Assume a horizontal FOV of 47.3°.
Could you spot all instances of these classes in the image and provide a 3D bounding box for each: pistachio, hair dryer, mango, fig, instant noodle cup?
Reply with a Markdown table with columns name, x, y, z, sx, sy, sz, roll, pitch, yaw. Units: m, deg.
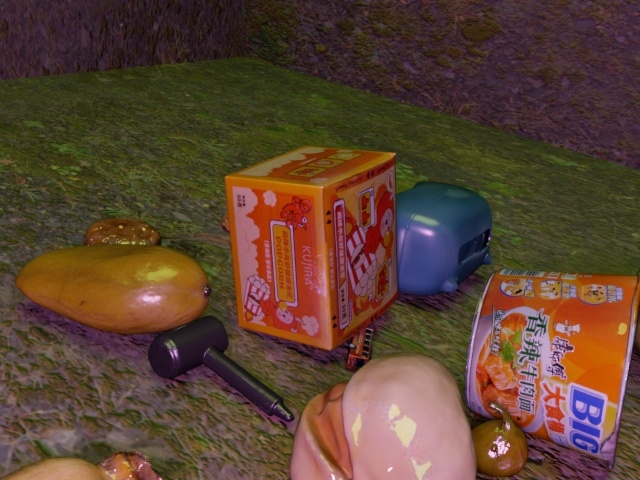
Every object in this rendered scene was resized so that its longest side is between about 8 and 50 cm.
| name | x | y | z | sx | sy | sz | roll | pitch | yaw |
| --- | --- | --- | --- | --- | --- | --- | --- | --- | --- |
| pistachio | 0.082 | 0.265 | 0.870 | 0.230 | 0.230 | 0.309 | 10 | 21 | 6 |
| hair dryer | -0.144 | 0.210 | 1.103 | 0.248 | 0.070 | 0.114 | 33 | 33 | 29 |
| mango | -0.336 | 0.073 | 1.237 | 0.331 | 0.142 | 0.195 | 10 | 17 | 24 |
| fig | 0.249 | 0.278 | 1.006 | 0.084 | 0.098 | 0.082 | 34 | 32 | 25 |
| instant noodle cup | 0.349 | 0.168 | 1.088 | 0.214 | 0.296 | 0.296 | 9 | 23 | 25 |

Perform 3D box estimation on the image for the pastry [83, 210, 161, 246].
| name | x | y | z | sx | sy | sz | roll | pitch | yaw |
| --- | --- | --- | --- | --- | --- | --- | --- | --- | --- |
| pastry | -0.390 | 0.007 | 1.439 | 0.153 | 0.081 | 0.153 | 10 | 32 | -7 |

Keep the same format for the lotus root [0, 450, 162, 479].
| name | x | y | z | sx | sy | sz | roll | pitch | yaw |
| --- | --- | --- | --- | --- | --- | --- | --- | --- | --- |
| lotus root | -0.306 | 0.310 | 0.731 | 0.303 | 0.131 | 0.146 | -20 | 59 | -45 |

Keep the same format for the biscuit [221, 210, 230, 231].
| name | x | y | z | sx | sy | sz | roll | pitch | yaw |
| --- | --- | --- | --- | --- | --- | --- | --- | --- | --- |
| biscuit | -0.080 | -0.053 | 1.705 | 0.269 | 0.051 | 0.376 | 17 | 26 | 23 |

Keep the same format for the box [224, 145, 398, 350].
| name | x | y | z | sx | sy | sz | roll | pitch | yaw |
| --- | --- | --- | --- | --- | --- | --- | --- | --- | --- |
| box | 0.000 | 0.000 | 1.289 | 0.214 | 0.283 | 0.259 | 7 | 22 | 30 |

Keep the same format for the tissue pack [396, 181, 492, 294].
| name | x | y | z | sx | sy | sz | roll | pitch | yaw |
| --- | --- | --- | --- | --- | --- | --- | --- | --- | --- |
| tissue pack | 0.235 | -0.007 | 1.507 | 0.206 | 0.198 | 0.287 | 19 | 24 | 29 |

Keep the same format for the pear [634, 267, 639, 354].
| name | x | y | z | sx | sy | sz | roll | pitch | yaw |
| --- | --- | --- | --- | --- | --- | --- | --- | --- | --- |
| pear | 0.677 | 0.127 | 1.271 | 0.283 | 0.284 | 0.283 | 6 | 24 | -3 |

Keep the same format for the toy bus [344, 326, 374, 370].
| name | x | y | z | sx | sy | sz | roll | pitch | yaw |
| --- | --- | --- | --- | --- | --- | --- | --- | --- | --- |
| toy bus | 0.067 | 0.182 | 1.245 | 0.043 | 0.031 | 0.110 | 16 | 24 | 2 |
